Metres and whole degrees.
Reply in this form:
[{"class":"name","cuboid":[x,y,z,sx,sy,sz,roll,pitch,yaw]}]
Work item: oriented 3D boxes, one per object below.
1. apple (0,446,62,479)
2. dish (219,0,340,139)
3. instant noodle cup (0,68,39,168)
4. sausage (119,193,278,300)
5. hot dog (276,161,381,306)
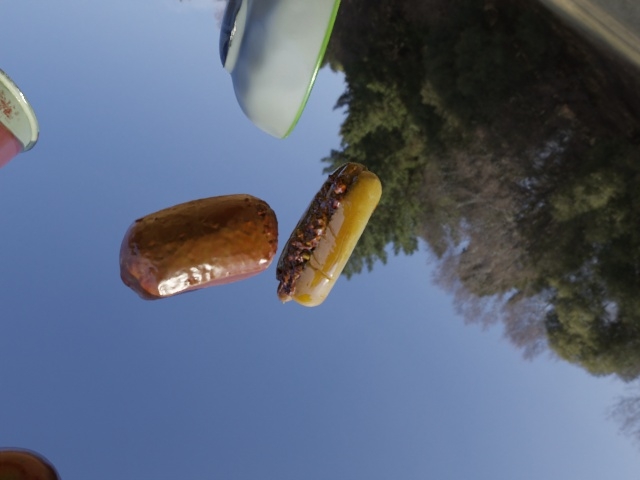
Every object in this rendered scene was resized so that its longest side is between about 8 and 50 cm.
[{"class":"apple","cuboid":[-0.549,0.473,0.983,0.230,0.230,0.230,28,-150,-18]},{"class":"dish","cuboid":[-0.067,-0.312,0.793,0.124,0.324,0.324,14,-145,-15]},{"class":"instant noodle cup","cuboid":[-0.545,-0.151,0.798,0.235,0.235,0.178,30,-126,-15]},{"class":"sausage","cuboid":[-0.197,0.009,0.952,0.268,0.153,0.141,-15,-97,-24]},{"class":"hot dog","cuboid":[0.000,0.000,0.833,0.076,0.249,0.102,0,-143,-50]}]
